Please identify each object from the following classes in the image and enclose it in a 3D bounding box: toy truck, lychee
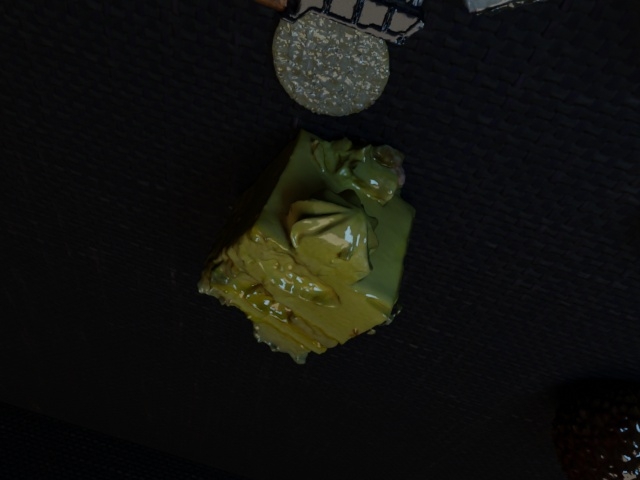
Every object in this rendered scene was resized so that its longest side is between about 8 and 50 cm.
[{"bbox_3d":[0.016,-0.260,0.489,0.191,0.083,0.092,19,126,-2],"label":"toy truck"},{"bbox_3d":[0.583,0.408,0.924,0.267,0.268,0.268,9,139,8],"label":"lychee"}]

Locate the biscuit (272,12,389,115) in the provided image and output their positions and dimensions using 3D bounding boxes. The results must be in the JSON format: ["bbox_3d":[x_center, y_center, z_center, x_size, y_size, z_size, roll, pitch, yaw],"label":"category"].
[{"bbox_3d":[0.012,-0.216,0.599,0.151,0.020,0.152,9,140,8],"label":"biscuit"}]

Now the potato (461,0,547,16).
[{"bbox_3d":[0.186,-0.267,0.456,0.122,0.061,0.086,-5,135,26],"label":"potato"}]

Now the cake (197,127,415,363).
[{"bbox_3d":[0.000,0.000,0.684,0.222,0.228,0.286,35,136,-19],"label":"cake"}]
